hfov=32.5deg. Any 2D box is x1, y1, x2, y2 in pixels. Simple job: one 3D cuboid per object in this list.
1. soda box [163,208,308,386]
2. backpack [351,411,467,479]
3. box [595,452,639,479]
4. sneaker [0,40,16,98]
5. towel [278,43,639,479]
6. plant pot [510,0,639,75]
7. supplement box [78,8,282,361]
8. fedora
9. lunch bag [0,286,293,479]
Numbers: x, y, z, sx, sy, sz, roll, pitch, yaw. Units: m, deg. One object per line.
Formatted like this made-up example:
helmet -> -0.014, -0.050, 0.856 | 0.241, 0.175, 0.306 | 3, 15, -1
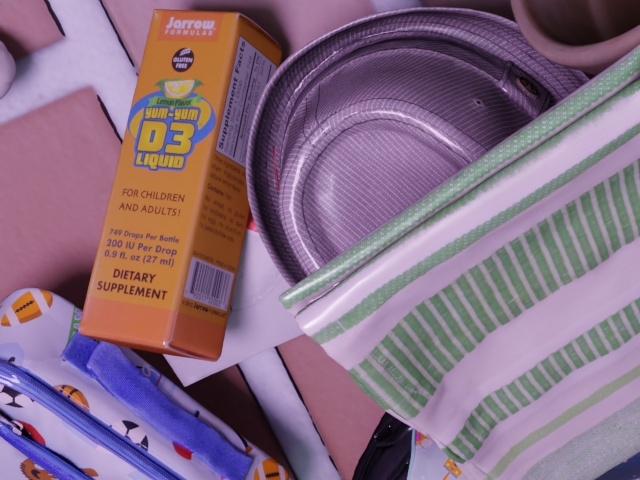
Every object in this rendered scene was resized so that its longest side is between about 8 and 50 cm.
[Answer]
soda box -> 0.000, 0.000, 0.819 | 0.286, 0.091, 0.098 | -25, 107, 17
backpack -> 0.093, 0.205, 0.851 | 0.144, 0.166, 0.188 | 9, 117, 3
box -> 0.277, 0.129, 0.797 | 0.233, 0.159, 0.044 | -22, 108, 17
sneaker -> -0.332, -0.097, 0.841 | 0.235, 0.090, 0.095 | -8, 124, 15
towel -> 0.153, 0.047, 0.619 | 0.248, 0.038, 0.325 | -36, 138, 8
plant pot -> 0.304, -0.203, 0.597 | 0.280, 0.323, 0.323 | 18, 115, -17
supplement box -> -0.094, -0.039, 0.758 | 0.078, 0.080, 0.233 | 6, 78, 25
fedora -> 0.076, -0.010, 0.687 | 0.243, 0.124, 0.275 | -37, 104, 20
lunch bag -> -0.184, 0.177, 0.870 | 0.303, 0.115, 0.243 | 39, 135, -17
